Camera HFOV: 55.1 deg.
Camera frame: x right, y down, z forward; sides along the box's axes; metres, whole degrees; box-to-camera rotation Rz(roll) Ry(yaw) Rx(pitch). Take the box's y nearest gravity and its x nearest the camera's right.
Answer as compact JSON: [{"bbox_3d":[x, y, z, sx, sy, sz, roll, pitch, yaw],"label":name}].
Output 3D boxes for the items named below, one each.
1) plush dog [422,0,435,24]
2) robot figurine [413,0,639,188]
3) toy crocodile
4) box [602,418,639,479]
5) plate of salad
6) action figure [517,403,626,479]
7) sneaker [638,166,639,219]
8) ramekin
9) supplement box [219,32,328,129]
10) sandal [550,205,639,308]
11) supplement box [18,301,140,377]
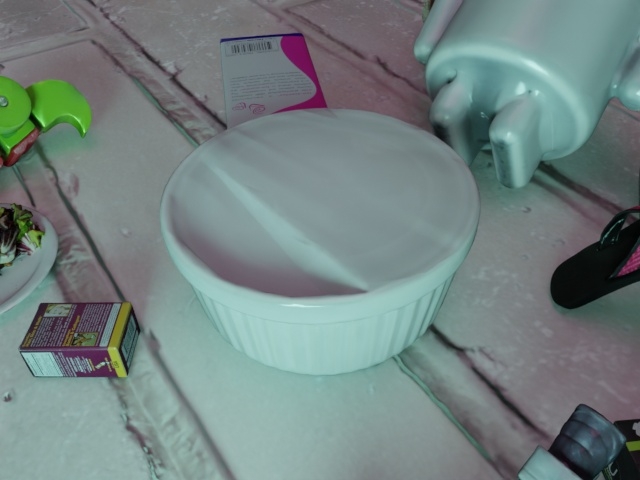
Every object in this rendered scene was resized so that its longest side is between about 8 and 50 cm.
[{"bbox_3d":[0.298,-0.335,0.917,0.225,0.210,0.262,32,80,14],"label":"plush dog"},{"bbox_3d":[0.255,-0.236,0.711,0.300,0.200,0.353,25,75,27],"label":"robot figurine"},{"bbox_3d":[-0.425,-0.095,0.709,0.115,0.105,0.340,-19,20,52],"label":"toy crocodile"},{"bbox_3d":[0.251,0.162,0.430,0.083,0.052,0.062,-4,42,-4],"label":"box"},{"bbox_3d":[-0.370,0.018,0.616,0.200,0.048,0.199,-2,42,1],"label":"plate of salad"},{"bbox_3d":[0.088,0.227,0.336,0.285,0.099,0.185,-35,57,-15],"label":"action figure"},{"bbox_3d":[0.377,-0.006,0.560,0.128,0.126,0.321,4,53,13],"label":"sneaker"},{"bbox_3d":[0.000,0.000,0.563,0.273,0.127,0.272,-1,42,0],"label":"ramekin"},{"bbox_3d":[-0.058,-0.152,0.744,0.111,0.114,0.220,-6,41,-6],"label":"supplement box"},{"bbox_3d":[0.264,0.004,0.522,0.040,0.179,0.067,30,44,-21],"label":"sandal"},{"bbox_3d":[-0.208,0.087,0.536,0.083,0.043,0.055,0,42,1],"label":"supplement box"}]
